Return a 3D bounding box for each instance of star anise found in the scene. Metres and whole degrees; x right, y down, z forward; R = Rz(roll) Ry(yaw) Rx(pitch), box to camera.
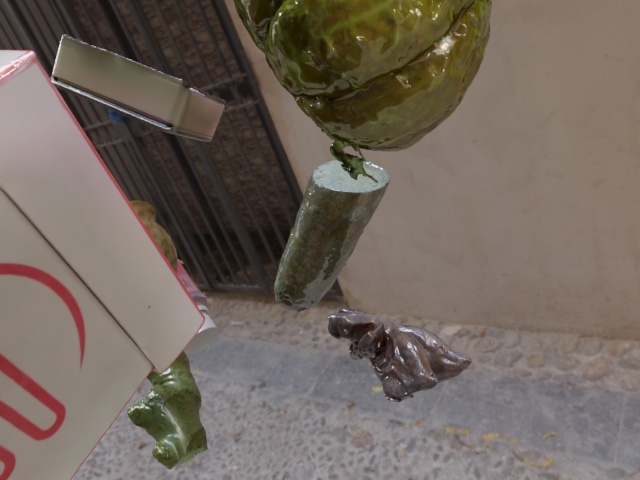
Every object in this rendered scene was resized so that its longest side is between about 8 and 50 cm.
[{"bbox_3d":[0.111,0.181,0.834,0.257,0.198,0.110,20,89,46],"label":"star anise"}]

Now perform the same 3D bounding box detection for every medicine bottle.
[{"bbox_3d":[-0.361,0.161,1.264,0.147,0.147,0.247,-32,63,-22],"label":"medicine bottle"}]

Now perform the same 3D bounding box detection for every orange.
[{"bbox_3d":[0.042,-0.239,0.513,0.223,0.300,0.301,-30,50,8],"label":"orange"}]

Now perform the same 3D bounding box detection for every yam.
[{"bbox_3d":[0.000,0.000,0.936,0.133,0.330,0.133,19,32,-12],"label":"yam"}]

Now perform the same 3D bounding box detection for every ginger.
[{"bbox_3d":[-0.295,0.287,0.957,0.137,0.089,0.290,1,48,-26],"label":"ginger"}]

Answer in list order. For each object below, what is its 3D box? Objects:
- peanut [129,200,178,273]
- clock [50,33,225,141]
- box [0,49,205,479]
[{"bbox_3d":[-0.293,0.073,0.800,0.120,0.298,0.136,27,33,31],"label":"peanut"},{"bbox_3d":[-0.249,-0.208,0.714,0.192,0.071,0.147,23,9,6],"label":"clock"},{"bbox_3d":[-0.350,0.049,0.428,0.314,0.312,0.300,12,52,28],"label":"box"}]
